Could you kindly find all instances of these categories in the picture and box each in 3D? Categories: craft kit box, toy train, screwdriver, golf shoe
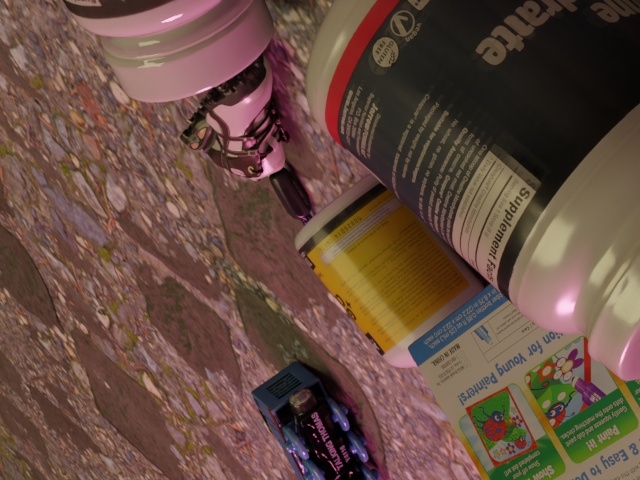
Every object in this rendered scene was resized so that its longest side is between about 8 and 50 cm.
[{"bbox_3d":[0.204,0.120,1.353,0.250,0.061,0.246,-40,72,45],"label":"craft kit box"},{"bbox_3d":[0.000,0.220,2.079,0.105,0.080,0.184,38,158,55],"label":"toy train"},{"bbox_3d":[0.000,0.000,1.818,0.170,0.024,0.025,57,-171,-29],"label":"screwdriver"},{"bbox_3d":[-0.059,-0.106,1.710,0.094,0.077,0.198,42,165,-1],"label":"golf shoe"}]

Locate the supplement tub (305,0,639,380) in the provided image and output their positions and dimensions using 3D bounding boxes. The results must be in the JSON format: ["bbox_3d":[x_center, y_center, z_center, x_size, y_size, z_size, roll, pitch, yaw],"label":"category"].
[{"bbox_3d":[0.141,-0.066,1.187,0.272,0.191,0.191,43,157,22],"label":"supplement tub"}]

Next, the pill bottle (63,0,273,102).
[{"bbox_3d":[-0.146,-0.260,1.511,0.161,0.161,0.283,24,145,51],"label":"pill bottle"}]

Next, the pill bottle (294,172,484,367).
[{"bbox_3d":[0.071,0.039,1.612,0.184,0.103,0.103,51,159,4],"label":"pill bottle"}]
